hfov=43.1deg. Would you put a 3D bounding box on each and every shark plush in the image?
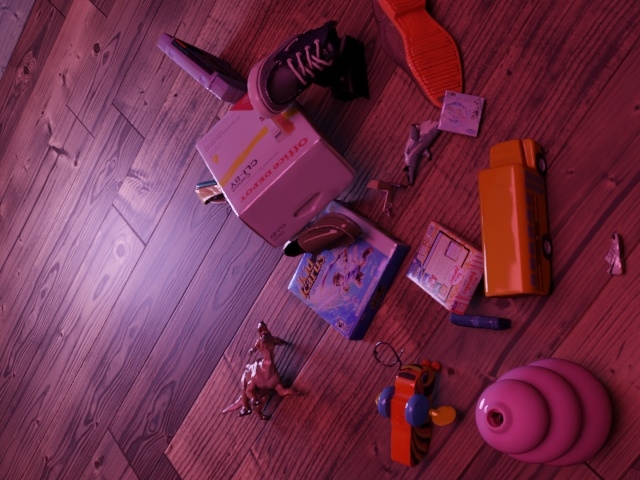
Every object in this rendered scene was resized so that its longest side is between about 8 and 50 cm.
[{"bbox_3d":[0.233,-0.209,1.911,0.067,0.073,0.161,19,91,10],"label":"shark plush"}]

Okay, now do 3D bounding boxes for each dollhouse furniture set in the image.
[{"bbox_3d":[0.134,-0.104,1.938,0.091,0.114,0.081,15,98,38],"label":"dollhouse furniture set"}]

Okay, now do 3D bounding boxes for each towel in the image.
[{"bbox_3d":[0.343,0.176,1.746,0.119,0.067,0.029,3,84,40],"label":"towel"}]

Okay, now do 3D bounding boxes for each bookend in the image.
[{"bbox_3d":[0.037,-0.425,2.094,0.157,0.072,0.156,-15,74,38],"label":"bookend"}]

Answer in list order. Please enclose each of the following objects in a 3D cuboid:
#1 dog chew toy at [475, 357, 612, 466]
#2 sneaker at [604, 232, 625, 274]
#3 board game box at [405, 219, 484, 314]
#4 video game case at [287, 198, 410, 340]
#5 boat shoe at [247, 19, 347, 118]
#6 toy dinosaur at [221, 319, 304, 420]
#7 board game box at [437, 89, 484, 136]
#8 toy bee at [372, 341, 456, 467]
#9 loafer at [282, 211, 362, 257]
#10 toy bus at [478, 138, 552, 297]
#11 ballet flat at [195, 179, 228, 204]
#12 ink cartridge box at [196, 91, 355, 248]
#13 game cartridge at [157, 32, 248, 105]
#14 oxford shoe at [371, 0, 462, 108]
[{"bbox_3d":[0.402,0.322,1.500,0.207,0.332,0.206,-7,80,39],"label":"dog chew toy"},{"bbox_3d":[0.576,0.027,1.595,0.037,0.032,0.083,-8,78,39],"label":"sneaker"},{"bbox_3d":[0.279,0.056,1.793,0.146,0.045,0.193,-66,31,12],"label":"board game box"},{"bbox_3d":[0.063,0.070,2.005,0.244,0.061,0.269,37,107,39],"label":"video game case"},{"bbox_3d":[-0.049,-0.424,1.942,0.158,0.127,0.340,-19,31,33],"label":"boat shoe"},{"bbox_3d":[-0.160,0.349,2.118,0.295,0.127,0.200,-46,49,40],"label":"toy dinosaur"},{"bbox_3d":[0.318,-0.287,1.836,0.090,0.020,0.090,12,91,1],"label":"board game box"},{"bbox_3d":[0.218,0.343,1.795,0.195,0.162,0.298,31,128,30],"label":"toy bee"},{"bbox_3d":[0.000,0.000,1.956,0.251,0.094,0.087,-13,44,49],"label":"loafer"},{"bbox_3d":[0.402,-0.047,1.689,0.108,0.130,0.332,-9,77,39],"label":"toy bus"},{"bbox_3d":[-0.263,-0.149,2.319,0.232,0.080,0.073,-9,105,42],"label":"ballet flat"},{"bbox_3d":[-0.121,-0.207,2.036,0.279,0.160,0.384,-43,41,7],"label":"ink cartridge box"},{"bbox_3d":[-0.285,-0.464,2.269,0.355,0.230,0.068,42,103,36],"label":"game cartridge"},{"bbox_3d":[0.227,-0.458,1.933,0.132,0.130,0.363,123,128,-65],"label":"oxford shoe"}]
